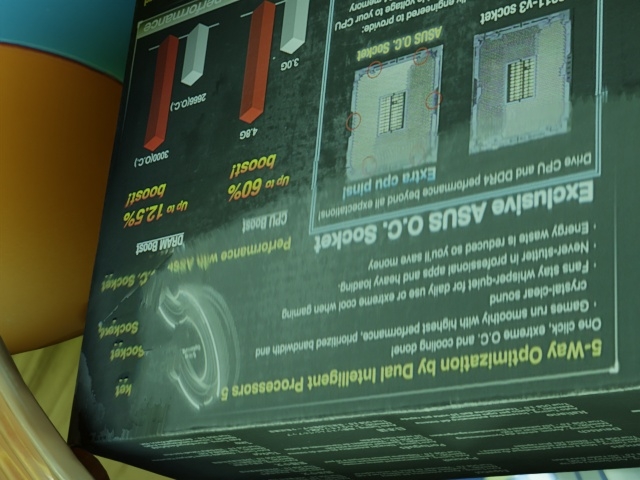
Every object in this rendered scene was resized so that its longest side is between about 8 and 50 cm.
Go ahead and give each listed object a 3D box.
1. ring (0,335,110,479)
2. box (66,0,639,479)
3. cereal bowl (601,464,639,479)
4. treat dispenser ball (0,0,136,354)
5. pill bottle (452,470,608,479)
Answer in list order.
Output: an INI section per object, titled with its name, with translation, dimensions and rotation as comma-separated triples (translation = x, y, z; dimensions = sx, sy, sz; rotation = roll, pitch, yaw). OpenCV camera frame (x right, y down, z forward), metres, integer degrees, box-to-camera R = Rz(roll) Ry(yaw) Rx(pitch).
[ring]
translation = 0.000, 0.000, 0.329
dimensions = 0.337, 0.032, 0.336
rotation = 16, 122, 28
[box]
translation = 0.075, -0.062, 0.405
dimensions = 0.307, 0.076, 0.242
rotation = -12, 63, 37
[cereal bowl]
translation = 0.236, -0.020, 0.396
dimensions = 0.339, 0.141, 0.339
rotation = -19, 60, 35
[treat dispenser ball]
translation = -0.154, -0.092, 0.626
dimensions = 0.288, 0.288, 0.288
rotation = 3, 95, 37
[pill bottle]
translation = 0.076, 0.054, 0.547
dimensions = 0.152, 0.152, 0.272
rotation = -32, 75, 35
